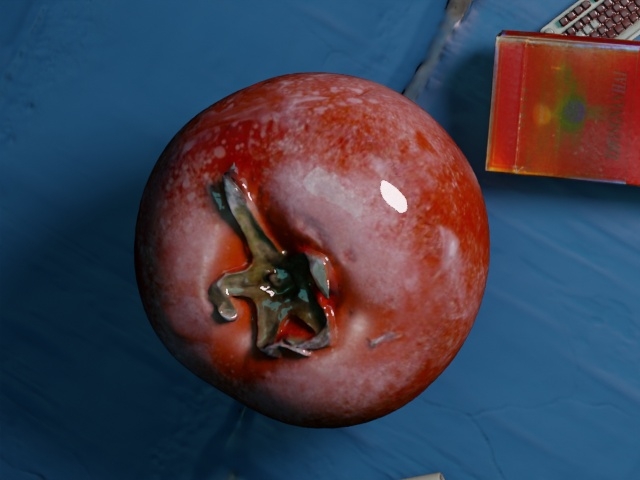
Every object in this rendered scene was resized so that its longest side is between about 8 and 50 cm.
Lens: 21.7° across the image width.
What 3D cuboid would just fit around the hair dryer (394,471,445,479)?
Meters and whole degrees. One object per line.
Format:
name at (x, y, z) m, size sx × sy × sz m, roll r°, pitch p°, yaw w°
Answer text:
hair dryer at (0.082, 0.252, 1.350) m, size 0.063 × 0.038 × 0.124 m, roll -13°, pitch 93°, yaw 13°

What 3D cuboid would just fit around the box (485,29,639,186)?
box at (0.219, -0.101, 1.298) m, size 0.175 × 0.048 × 0.112 m, roll 7°, pitch 105°, yaw 12°

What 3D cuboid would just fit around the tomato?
tomato at (0.000, 0.000, 1.270) m, size 0.270 × 0.227 × 0.270 m, roll 7°, pitch 111°, yaw 18°

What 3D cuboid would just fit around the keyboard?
keyboard at (0.253, -0.197, 1.315) m, size 0.166 × 0.017 × 0.055 m, roll -37°, pitch 82°, yaw 11°
